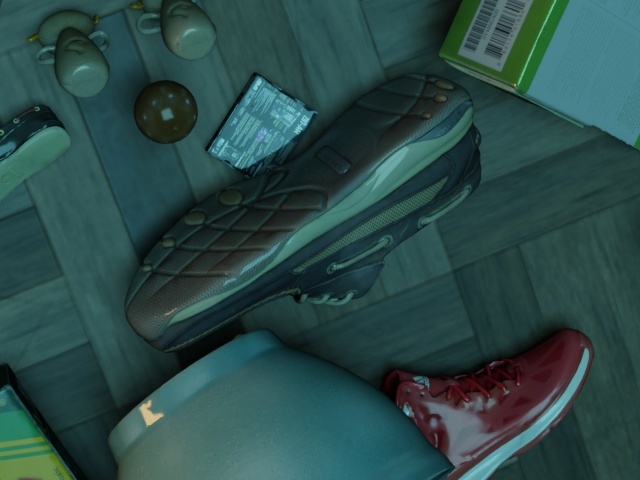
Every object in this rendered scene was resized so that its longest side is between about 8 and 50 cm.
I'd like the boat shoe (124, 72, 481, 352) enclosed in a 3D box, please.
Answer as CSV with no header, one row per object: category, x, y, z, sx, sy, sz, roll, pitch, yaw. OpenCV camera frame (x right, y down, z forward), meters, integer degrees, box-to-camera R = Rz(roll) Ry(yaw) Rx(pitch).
boat shoe,0.000,0.000,1.558,0.355,0.132,0.130,-33,122,-5

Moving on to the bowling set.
bowling set,-0.176,-0.187,1.504,0.287,0.154,0.200,-15,122,-10

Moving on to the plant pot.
plant pot,-0.060,0.201,1.535,0.293,0.293,0.196,-36,79,-3

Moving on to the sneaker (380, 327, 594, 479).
sneaker,0.140,0.140,1.646,0.128,0.087,0.221,43,89,-17

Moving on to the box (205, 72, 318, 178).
box,-0.052,-0.097,1.592,0.067,0.018,0.083,31,93,-16

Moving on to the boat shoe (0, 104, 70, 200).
boat shoe,-0.278,-0.067,1.539,0.133,0.042,0.049,-34,148,-1

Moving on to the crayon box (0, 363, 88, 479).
crayon box,-0.352,0.282,1.570,0.318,0.081,0.202,-34,106,-4

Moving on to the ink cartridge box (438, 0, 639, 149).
ink cartridge box,0.247,-0.197,1.607,0.255,0.097,0.189,19,97,-49
